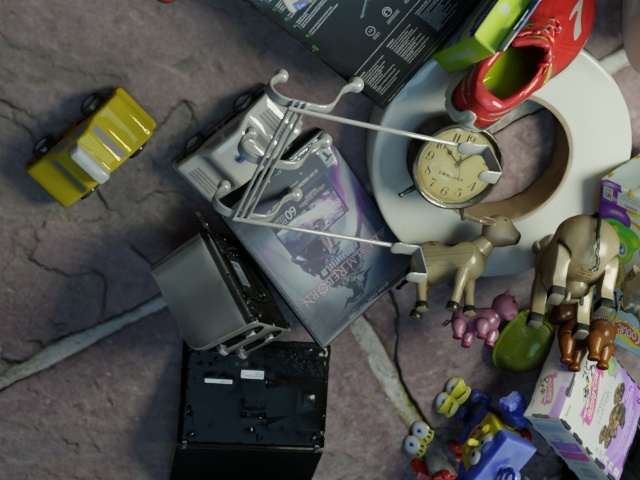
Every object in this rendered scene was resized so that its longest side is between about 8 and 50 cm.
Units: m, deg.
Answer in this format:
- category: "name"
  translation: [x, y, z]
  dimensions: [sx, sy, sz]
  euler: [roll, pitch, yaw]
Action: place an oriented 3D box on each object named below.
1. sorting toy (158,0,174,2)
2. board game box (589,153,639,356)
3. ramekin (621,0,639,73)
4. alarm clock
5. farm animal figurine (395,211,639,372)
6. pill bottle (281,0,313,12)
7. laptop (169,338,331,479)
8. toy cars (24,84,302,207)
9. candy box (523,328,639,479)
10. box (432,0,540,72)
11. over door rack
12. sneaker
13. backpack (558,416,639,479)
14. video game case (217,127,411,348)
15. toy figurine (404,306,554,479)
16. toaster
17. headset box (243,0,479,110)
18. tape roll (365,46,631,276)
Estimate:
- category: "sorting toy"
  translation: [-0.199, -0.367, 1.688]
  dimensions: [0.061, 0.042, 0.102]
  euler: [24, 99, -36]
- category: "board game box"
  translation: [0.501, 0.022, 1.885]
  dimensions: [0.144, 0.142, 0.275]
  euler: [-29, 132, -33]
- category: "ramekin"
  translation: [0.495, -0.336, 1.681]
  dimensions: [0.135, 0.277, 0.277]
  euler: [3, 116, -2]
- category: "alarm clock"
  translation: [0.195, -0.129, 1.771]
  dimensions: [0.129, 0.064, 0.192]
  euler: [20, 114, -17]
- category: "farm animal figurine"
  translation: [0.318, 0.046, 1.813]
  dimensions: [0.330, 0.172, 0.327]
  euler: [20, 154, -19]
- category: "pill bottle"
  translation: [0.003, -0.344, 1.556]
  dimensions: [0.137, 0.078, 0.078]
  euler: [-29, 117, 8]
- category: "laptop"
  translation: [-0.117, 0.285, 2.042]
  dimensions: [0.234, 0.136, 0.264]
  euler: [3, 91, -11]
- category: "toy cars"
  translation: [-0.217, -0.121, 1.778]
  dimensions: [0.393, 0.087, 0.176]
  euler: [-2, 117, -8]
- category: "candy box"
  translation: [0.415, 0.258, 1.980]
  dimensions: [0.196, 0.070, 0.165]
  euler: [47, 57, -33]
- category: "box"
  translation: [0.215, -0.281, 1.646]
  dimensions: [0.042, 0.178, 0.109]
  euler: [37, 79, -12]
- category: "over door rack"
  translation: [0.043, -0.092, 1.718]
  dimensions: [0.324, 0.108, 0.239]
  euler: [18, 134, -13]
- category: "sneaker"
  translation: [0.284, -0.247, 1.676]
  dimensions: [0.107, 0.118, 0.279]
  euler: [44, 72, -5]
- category: "backpack"
  translation: [0.523, 0.405, 2.065]
  dimensions: [0.191, 0.253, 0.225]
  euler: [17, 112, -16]
- category: "video game case"
  translation: [0.000, 0.000, 1.872]
  dimensions: [0.196, 0.026, 0.274]
  euler: [-42, 116, -11]
- category: "toy figurine"
  translation: [0.306, 0.309, 2.004]
  dimensions: [0.191, 0.217, 0.362]
  euler: [29, 109, -21]
- category: "toaster"
  translation: [-0.144, 0.074, 1.823]
  dimensions: [0.110, 0.168, 0.186]
  euler: [-32, 74, 10]
- category: "headset box"
  translation: [0.048, -0.361, 1.673]
  dimensions: [0.283, 0.131, 0.246]
  euler: [34, 108, -22]
- category: "tape roll"
  translation: [0.258, -0.132, 1.856]
  dimensions: [0.392, 0.072, 0.392]
  euler: [-4, 118, -7]
